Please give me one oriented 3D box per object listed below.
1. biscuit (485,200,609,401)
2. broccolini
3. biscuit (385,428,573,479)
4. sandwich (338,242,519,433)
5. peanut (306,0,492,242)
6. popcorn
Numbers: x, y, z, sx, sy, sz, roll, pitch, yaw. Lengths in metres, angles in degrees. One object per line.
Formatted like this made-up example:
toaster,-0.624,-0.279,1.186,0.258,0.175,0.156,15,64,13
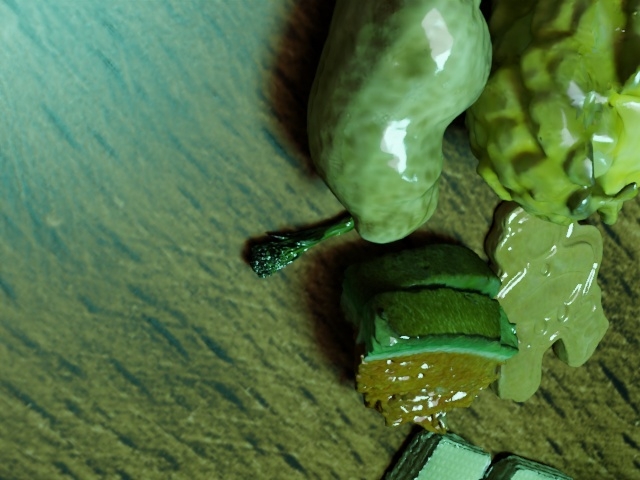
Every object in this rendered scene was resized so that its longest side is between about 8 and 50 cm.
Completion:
biscuit,0.211,0.048,1.774,0.144,0.040,0.236,-34,136,-23
broccolini,0.000,0.000,1.586,0.140,0.030,0.035,-21,137,-31
biscuit,0.149,0.271,1.862,0.250,0.046,0.147,21,102,-43
sandwich,0.075,0.088,1.655,0.185,0.109,0.160,3,135,-41
peanut,0.061,-0.117,1.481,0.137,0.122,0.253,13,114,-15
popcorn,0.233,-0.135,1.559,0.250,0.190,0.250,-26,126,-43
